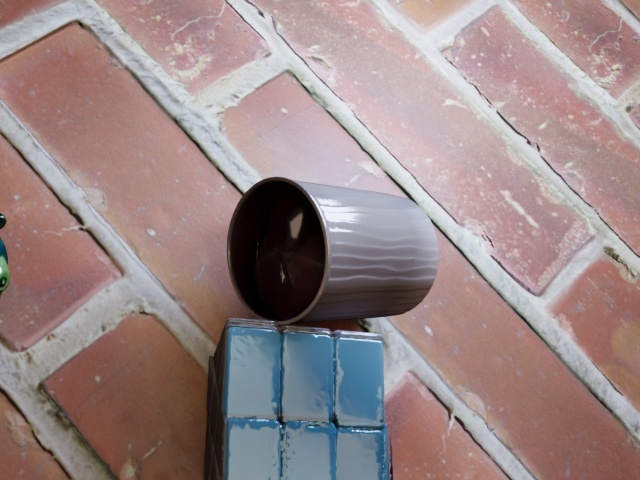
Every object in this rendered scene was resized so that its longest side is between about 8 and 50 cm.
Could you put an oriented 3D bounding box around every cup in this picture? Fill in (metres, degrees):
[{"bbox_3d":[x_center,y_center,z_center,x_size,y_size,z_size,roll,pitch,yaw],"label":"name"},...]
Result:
[{"bbox_3d":[0.000,0.019,1.118,0.273,0.288,0.208,3,87,-43],"label":"cup"}]

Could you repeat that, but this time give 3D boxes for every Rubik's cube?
[{"bbox_3d":[-0.041,0.254,1.022,0.224,0.221,0.231,5,67,-13],"label":"Rubik's cube"}]

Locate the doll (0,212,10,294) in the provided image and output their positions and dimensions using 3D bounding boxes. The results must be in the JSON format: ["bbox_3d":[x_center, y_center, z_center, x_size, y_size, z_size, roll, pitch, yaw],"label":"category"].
[{"bbox_3d":[-0.563,0.064,0.971,0.322,0.198,0.186,-36,69,-16],"label":"doll"}]
